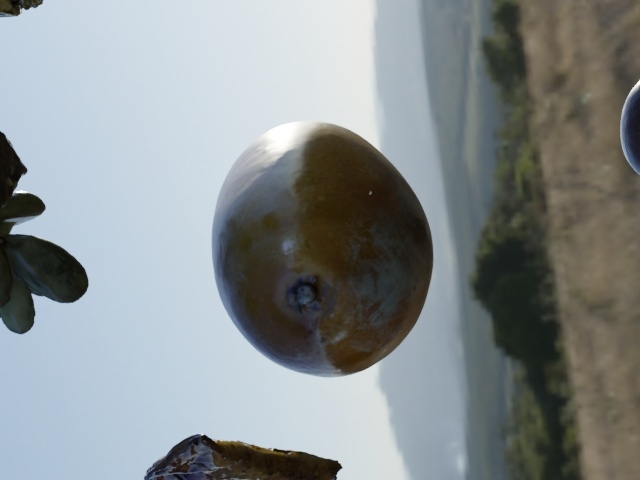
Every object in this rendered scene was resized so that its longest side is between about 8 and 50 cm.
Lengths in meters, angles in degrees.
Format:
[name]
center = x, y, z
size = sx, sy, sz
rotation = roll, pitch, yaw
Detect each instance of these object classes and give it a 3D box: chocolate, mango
[chocolate]
center = 0.405, -0.134, 1.695
size = 0.124, 0.127, 0.133
rotation = -36, -62, -55
[mango]
center = 0.000, 0.000, 1.400
size = 0.221, 0.199, 0.384
rotation = 49, -173, -10

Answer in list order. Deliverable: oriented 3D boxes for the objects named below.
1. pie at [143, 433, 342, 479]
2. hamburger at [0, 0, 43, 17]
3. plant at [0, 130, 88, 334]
[pie]
center = -0.056, 0.150, 0.937
size = 0.170, 0.092, 0.034
rotation = 21, -132, -52
[hamburger]
center = -0.259, -0.244, 1.160
size = 0.131, 0.159, 0.185
rotation = -51, -25, -10
[plant]
center = -0.362, -0.026, 1.541
size = 0.275, 0.146, 0.149
rotation = 61, -139, -29
